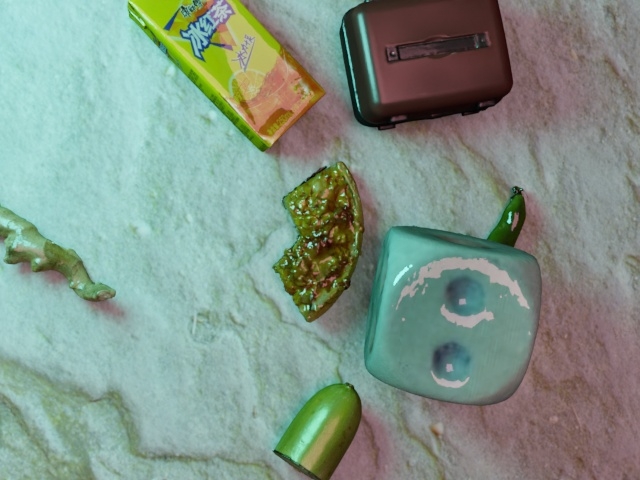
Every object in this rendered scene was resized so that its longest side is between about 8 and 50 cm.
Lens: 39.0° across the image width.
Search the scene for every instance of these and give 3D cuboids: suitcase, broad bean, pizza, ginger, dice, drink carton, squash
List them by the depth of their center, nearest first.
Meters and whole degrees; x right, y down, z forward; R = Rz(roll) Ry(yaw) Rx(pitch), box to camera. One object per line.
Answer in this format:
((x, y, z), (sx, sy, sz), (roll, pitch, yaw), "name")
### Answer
((-0.486, 0.028, 1.572), (0.288, 0.075, 0.089), (36, 60, -5), "ginger")
((0.225, 0.126, 1.596), (0.265, 0.268, 0.262), (10, 97, -2), "dice")
((-0.170, -0.335, 1.623), (0.154, 0.111, 0.351), (-45, 98, -10), "drink carton")
((0.005, 0.341, 1.650), (0.123, 0.123, 0.186), (33, 79, -10), "squash")
((0.000, 0.000, 1.668), (0.161, 0.085, 0.305), (11, 86, -11), "pizza")
((0.193, -0.341, 1.675), (0.297, 0.161, 0.236), (-12, 90, -11), "suitcase")
((0.339, 0.012, 1.759), (0.065, 0.046, 0.254), (34, 81, -3), "broad bean")
